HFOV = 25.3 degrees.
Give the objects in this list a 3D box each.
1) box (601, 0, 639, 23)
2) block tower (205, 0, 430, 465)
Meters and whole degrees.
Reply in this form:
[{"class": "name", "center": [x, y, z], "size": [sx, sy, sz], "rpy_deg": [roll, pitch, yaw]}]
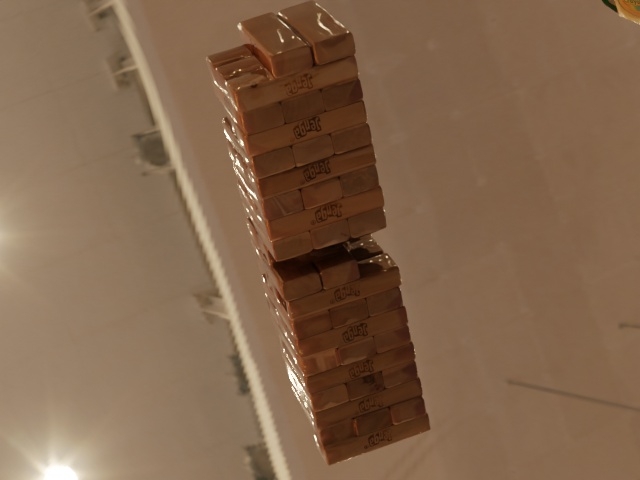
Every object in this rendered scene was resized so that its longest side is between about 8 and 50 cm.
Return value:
[{"class": "box", "center": [0.294, -0.189, 1.042], "size": [0.105, 0.179, 0.043], "rpy_deg": [-39, -51, -14]}, {"class": "block tower", "center": [0.000, 0.000, 1.060], "size": [0.091, 0.097, 0.335], "rpy_deg": [-18, -62, -10]}]
